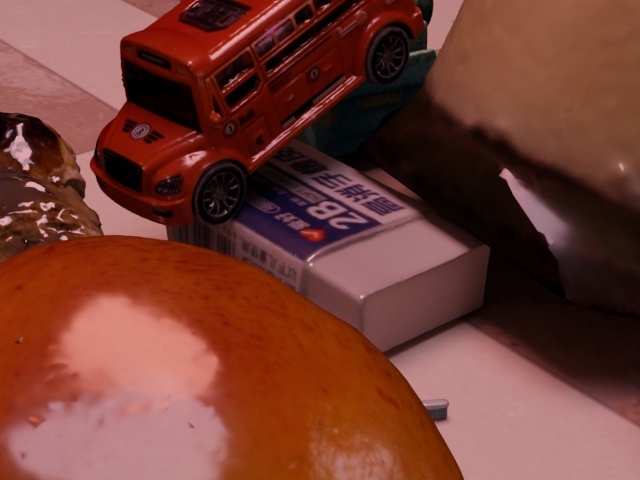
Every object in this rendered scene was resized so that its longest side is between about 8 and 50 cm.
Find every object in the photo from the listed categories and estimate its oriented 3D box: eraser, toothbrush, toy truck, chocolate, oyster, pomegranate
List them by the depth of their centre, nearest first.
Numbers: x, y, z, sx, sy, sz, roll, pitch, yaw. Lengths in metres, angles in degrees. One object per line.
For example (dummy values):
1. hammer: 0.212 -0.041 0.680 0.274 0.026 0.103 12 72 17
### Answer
1. pomegranate: -0.069 0.135 0.501 0.264 0.264 0.264 1 29 0
2. toothbrush: 0.014 0.108 0.778 0.131 0.013 0.011 -8 20 -13
3. oyster: -0.215 -0.016 0.897 0.162 0.107 0.232 2 25 -11
4. chocolate: 0.232 -0.142 0.908 0.326 0.297 0.314 -7 30 -34
5. toy truck: -0.051 -0.122 0.914 0.253 0.114 0.107 -41 45 -25
6. eraser: 0.000 0.000 0.918 0.124 0.068 0.210 -20 35 -37
7. toy truck: -0.018 -0.179 1.153 0.155 0.156 0.279 -15 32 -26
